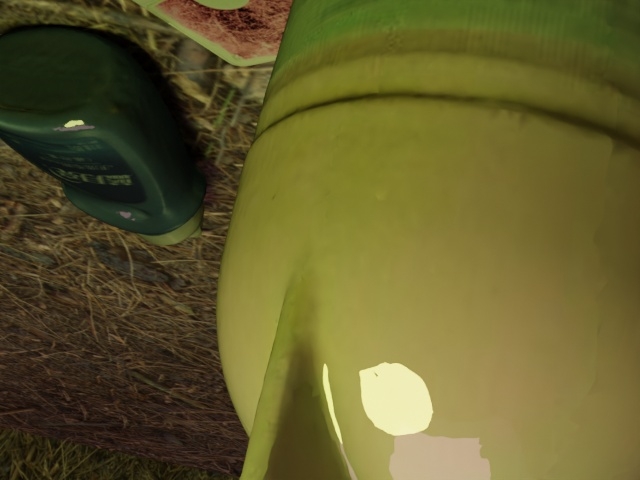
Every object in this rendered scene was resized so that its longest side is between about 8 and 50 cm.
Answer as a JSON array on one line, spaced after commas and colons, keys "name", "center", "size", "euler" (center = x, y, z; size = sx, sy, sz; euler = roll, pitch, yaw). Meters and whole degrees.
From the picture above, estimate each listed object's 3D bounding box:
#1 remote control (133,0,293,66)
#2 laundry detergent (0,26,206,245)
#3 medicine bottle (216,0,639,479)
[{"name": "remote control", "center": [-0.122, -0.209, 0.682], "size": [0.344, 0.050, 0.145], "euler": [29, 154, -37]}, {"name": "laundry detergent", "center": [-0.180, -0.069, 1.018], "size": [0.143, 0.094, 0.290], "euler": [3, 157, 16]}, {"name": "medicine bottle", "center": [0.077, -0.009, 0.570], "size": [0.236, 0.406, 0.235], "euler": [12, 159, 5]}]
